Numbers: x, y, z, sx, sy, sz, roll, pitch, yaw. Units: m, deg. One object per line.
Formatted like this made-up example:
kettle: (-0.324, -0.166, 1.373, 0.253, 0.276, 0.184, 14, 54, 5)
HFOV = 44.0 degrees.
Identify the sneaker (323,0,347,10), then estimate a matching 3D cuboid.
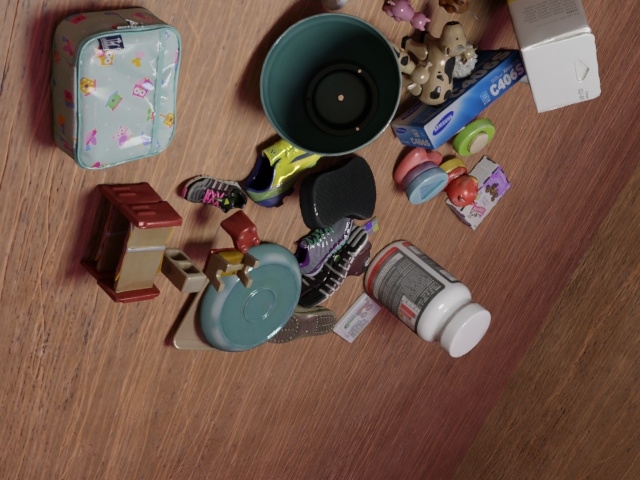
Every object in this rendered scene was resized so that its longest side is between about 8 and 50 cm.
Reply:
sneaker: (0.084, -0.582, 1.640, 0.115, 0.090, 0.232, -2, 126, -52)

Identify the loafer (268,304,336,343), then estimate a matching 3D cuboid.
loafer: (-0.086, 0.227, 2.237, 0.269, 0.092, 0.101, 3, 106, -31)

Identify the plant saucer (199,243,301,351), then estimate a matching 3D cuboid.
plant saucer: (-0.165, 0.159, 2.035, 0.318, 0.044, 0.317, -25, 131, -32)

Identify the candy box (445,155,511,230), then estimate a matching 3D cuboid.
candy box: (0.513, -0.151, 2.562, 0.196, 0.070, 0.165, -50, 146, 1)

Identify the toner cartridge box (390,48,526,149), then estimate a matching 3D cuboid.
toner cartridge box: (0.365, -0.376, 2.080, 0.348, 0.165, 0.075, -40, 115, -14)

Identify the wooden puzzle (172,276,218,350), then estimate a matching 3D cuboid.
wooden puzzle: (-0.258, 0.173, 2.035, 0.221, 0.044, 0.238, 11, 110, -52)

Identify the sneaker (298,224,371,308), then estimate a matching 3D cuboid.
sneaker: (0.058, 0.099, 2.265, 0.281, 0.106, 0.162, -48, 149, -2)

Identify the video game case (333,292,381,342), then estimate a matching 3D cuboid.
video game case: (0.118, 0.251, 2.554, 0.157, 0.019, 0.143, -49, 147, -1)

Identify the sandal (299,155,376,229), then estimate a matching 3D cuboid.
sandal: (0.032, -0.123, 1.975, 0.446, 0.107, 0.167, -15, 102, -65)

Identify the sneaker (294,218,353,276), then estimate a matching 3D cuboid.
sneaker: (0.000, 0.000, 2.121, 0.098, 0.083, 0.223, 20, 108, -49)

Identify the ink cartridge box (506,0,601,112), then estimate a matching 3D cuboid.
ink cartridge box: (0.543, -0.550, 1.916, 0.160, 0.384, 0.279, -15, 151, 17)

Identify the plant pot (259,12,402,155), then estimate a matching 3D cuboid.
plant pot: (0.035, -0.318, 1.704, 0.293, 0.293, 0.196, -53, 172, 6)

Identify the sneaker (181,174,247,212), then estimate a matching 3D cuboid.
sneaker: (-0.229, -0.100, 1.765, 0.170, 0.075, 0.063, 2, 122, -49)

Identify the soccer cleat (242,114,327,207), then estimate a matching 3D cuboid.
soccer cleat: (-0.070, -0.205, 1.830, 0.289, 0.093, 0.121, -54, 137, 4)

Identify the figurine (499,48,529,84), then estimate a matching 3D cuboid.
figurine: (0.604, -0.507, 2.192, 0.092, 0.209, 0.215, 13, 113, -53)

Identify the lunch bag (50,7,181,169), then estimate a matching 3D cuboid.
lunch bag: (-0.358, -0.274, 1.417, 0.224, 0.108, 0.279, -18, 135, -38)

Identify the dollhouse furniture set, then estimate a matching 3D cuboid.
dollhouse furniture set: (-0.300, -0.003, 1.709, 0.374, 0.152, 0.201, -5, 127, -46)

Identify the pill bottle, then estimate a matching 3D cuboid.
pill bottle: (0.323, 0.177, 2.405, 0.210, 0.363, 0.210, -29, 141, -27)

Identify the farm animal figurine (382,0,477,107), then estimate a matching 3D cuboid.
farm animal figurine: (0.265, -0.448, 1.897, 0.330, 0.172, 0.326, -37, 145, -17)

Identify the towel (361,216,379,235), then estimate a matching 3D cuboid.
towel: (0.137, -0.029, 2.309, 0.083, 0.009, 0.060, -36, 143, -19)

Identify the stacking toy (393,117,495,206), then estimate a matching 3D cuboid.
stacking toy: (0.384, -0.206, 2.248, 0.309, 0.130, 0.279, -4, 143, -45)
